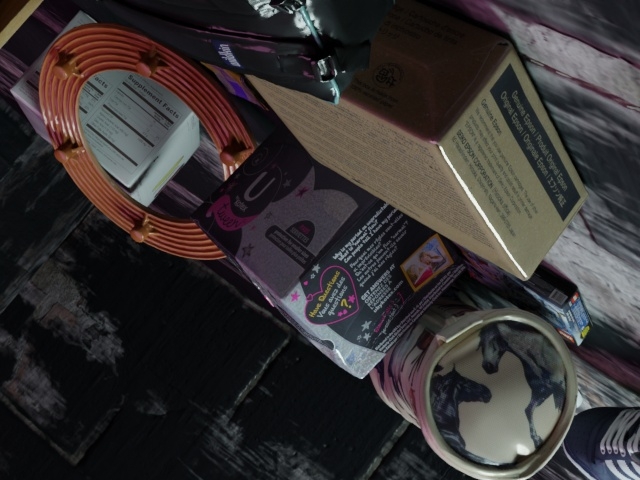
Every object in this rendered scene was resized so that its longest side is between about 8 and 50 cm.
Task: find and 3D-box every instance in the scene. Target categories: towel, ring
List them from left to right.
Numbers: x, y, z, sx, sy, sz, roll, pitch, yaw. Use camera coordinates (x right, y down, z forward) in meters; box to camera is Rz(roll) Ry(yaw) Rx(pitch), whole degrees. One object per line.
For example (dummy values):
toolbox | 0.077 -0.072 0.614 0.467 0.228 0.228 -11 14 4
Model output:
ring | -0.212 -0.108 1.593 0.336 0.032 0.336 21 137 21
towel | -0.093 -0.171 1.436 0.083 0.009 0.060 31 169 43

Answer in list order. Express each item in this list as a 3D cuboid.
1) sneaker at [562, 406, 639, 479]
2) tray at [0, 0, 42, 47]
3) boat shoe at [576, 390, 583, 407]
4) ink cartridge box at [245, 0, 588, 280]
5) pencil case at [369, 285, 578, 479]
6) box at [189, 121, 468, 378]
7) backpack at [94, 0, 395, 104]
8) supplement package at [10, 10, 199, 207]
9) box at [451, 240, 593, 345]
sneaker | 0.323 0.198 1.298 0.153 0.099 0.282 39 166 -34
tray | -0.472 -0.362 1.376 0.411 0.203 0.076 45 171 -38
boat shoe | 0.265 0.167 1.593 0.142 0.040 0.049 44 170 -31
ink cartridge box | 0.056 -0.094 0.943 0.234 0.088 0.193 32 170 37
pencil case | 0.144 0.133 1.392 0.183 0.160 0.410 50 177 -5
box | 0.000 0.000 1.343 0.142 0.163 0.247 47 175 -32
backpack | -0.060 -0.180 0.758 0.188 0.144 0.166 13 161 25
supplement package | -0.287 -0.167 1.821 0.204 0.145 0.262 39 172 1
box | 0.194 0.041 1.272 0.137 0.027 0.094 34 170 31
